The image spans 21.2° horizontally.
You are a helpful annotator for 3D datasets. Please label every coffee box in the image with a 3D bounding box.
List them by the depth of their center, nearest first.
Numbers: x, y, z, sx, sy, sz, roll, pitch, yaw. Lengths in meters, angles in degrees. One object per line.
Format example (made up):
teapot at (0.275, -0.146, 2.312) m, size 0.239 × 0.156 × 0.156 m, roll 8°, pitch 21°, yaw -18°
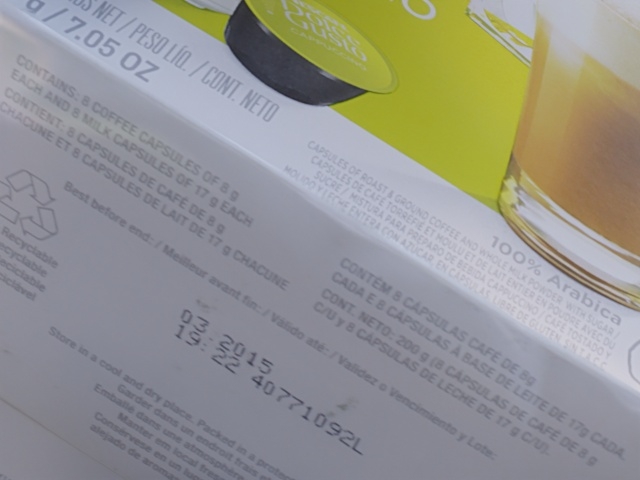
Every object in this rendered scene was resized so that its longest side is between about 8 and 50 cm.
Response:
coffee box at (0.000, 0.000, 0.842) m, size 0.338 × 0.334 × 0.338 m, roll 33°, pitch 132°, yaw 0°
